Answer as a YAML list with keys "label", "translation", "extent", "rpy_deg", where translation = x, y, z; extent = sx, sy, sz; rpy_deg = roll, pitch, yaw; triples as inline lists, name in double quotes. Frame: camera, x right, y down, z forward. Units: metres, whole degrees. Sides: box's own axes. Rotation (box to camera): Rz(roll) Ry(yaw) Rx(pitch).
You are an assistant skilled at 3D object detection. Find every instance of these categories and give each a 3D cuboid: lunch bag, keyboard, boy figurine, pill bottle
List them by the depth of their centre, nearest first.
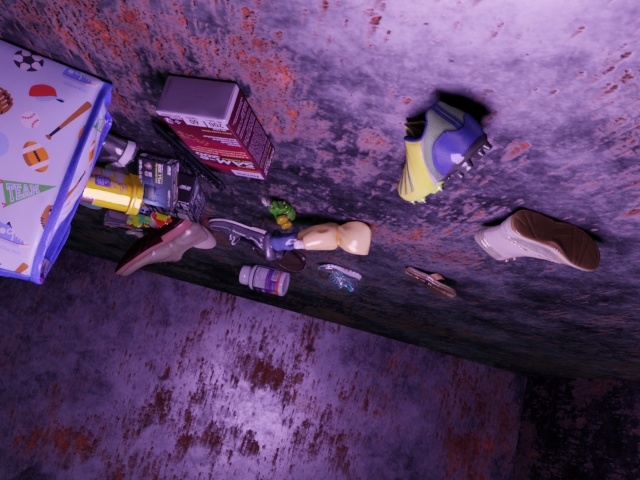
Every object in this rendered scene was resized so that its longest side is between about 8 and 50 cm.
- label: "lunch bag"
  translation: [-0.599, -0.143, 0.993]
  extent: [0.328, 0.385, 0.239]
  rpy_deg: [18, 164, -15]
- label: "keyboard"
  translation: [-0.273, -0.159, 1.121]
  extent: [0.192, 0.038, 0.100]
  rpy_deg: [43, 175, 5]
- label: "boy figurine"
  translation: [0.000, 0.000, 1.451]
  extent: [0.285, 0.092, 0.177]
  rpy_deg: [-3, -175, 18]
- label: "pill bottle"
  translation: [-0.234, 0.161, 2.277]
  extent: [0.194, 0.108, 0.108]
  rpy_deg: [12, 165, 14]

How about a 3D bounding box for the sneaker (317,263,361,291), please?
- label: "sneaker"
  translation: [0.065, 0.134, 1.954]
  extent: [0.167, 0.076, 0.065]
  rpy_deg: [18, 164, -12]

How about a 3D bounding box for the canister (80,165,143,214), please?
- label: "canister"
  translation: [-0.495, -0.121, 1.221]
  extent: [0.170, 0.073, 0.126]
  rpy_deg: [13, -161, -31]

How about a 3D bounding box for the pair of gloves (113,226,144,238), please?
- label: "pair of gloves"
  translation: [-0.706, -0.030, 2.170]
  extent: [0.204, 0.042, 0.240]
  rpy_deg: [8, 164, 24]

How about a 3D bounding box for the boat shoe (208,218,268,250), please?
- label: "boat shoe"
  translation: [-0.262, -0.018, 1.738]
  extent: [0.206, 0.065, 0.075]
  rpy_deg: [14, 165, 2]

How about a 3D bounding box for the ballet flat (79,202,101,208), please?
- label: "ballet flat"
  translation: [-0.801, -0.155, 1.817]
  extent: [0.168, 0.057, 0.052]
  rpy_deg: [24, -169, -19]

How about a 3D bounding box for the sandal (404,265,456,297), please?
- label: "sandal"
  translation: [0.349, 0.122, 1.705]
  extent: [0.180, 0.049, 0.072]
  rpy_deg: [30, 159, 0]

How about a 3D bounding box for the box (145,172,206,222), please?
- label: "box"
  translation: [-0.396, -0.123, 1.462]
  extent: [0.147, 0.077, 0.180]
  rpy_deg: [15, 165, 0]

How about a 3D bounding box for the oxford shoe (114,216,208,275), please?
- label: "oxford shoe"
  translation: [-0.520, 0.041, 1.778]
  extent: [0.348, 0.123, 0.130]
  rpy_deg: [-29, 124, 21]

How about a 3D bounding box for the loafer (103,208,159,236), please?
- label: "loafer"
  translation: [-0.616, -0.053, 1.895]
  extent: [0.268, 0.084, 0.096]
  rpy_deg: [19, 177, -4]

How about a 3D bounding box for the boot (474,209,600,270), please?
- label: "boot"
  translation: [0.448, 0.012, 1.142]
  extent: [0.213, 0.077, 0.165]
  rpy_deg: [23, 163, -10]

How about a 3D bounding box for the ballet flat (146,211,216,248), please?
- label: "ballet flat"
  translation: [-0.459, -0.043, 1.831]
  extent: [0.248, 0.086, 0.086]
  rpy_deg: [21, 164, -18]

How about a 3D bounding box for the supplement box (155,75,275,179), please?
- label: "supplement box"
  translation: [-0.180, -0.197, 0.996]
  extent: [0.130, 0.073, 0.239]
  rpy_deg: [11, 166, 15]

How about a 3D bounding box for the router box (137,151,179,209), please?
- label: "router box"
  translation: [-0.392, -0.143, 1.321]
  extent: [0.092, 0.122, 0.038]
  rpy_deg: [13, -150, 5]

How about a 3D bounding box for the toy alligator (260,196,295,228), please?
- label: "toy alligator"
  translation: [-0.099, -0.079, 1.396]
  extent: [0.051, 0.056, 0.189]
  rpy_deg: [-28, 158, 3]

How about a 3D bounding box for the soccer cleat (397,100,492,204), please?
- label: "soccer cleat"
  translation: [0.175, -0.140, 0.885]
  extent: [0.121, 0.093, 0.289]
  rpy_deg: [46, 169, 2]

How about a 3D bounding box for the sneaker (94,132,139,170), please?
- label: "sneaker"
  translation: [-0.528, -0.210, 1.288]
  extent: [0.234, 0.078, 0.106]
  rpy_deg: [-6, 152, 45]

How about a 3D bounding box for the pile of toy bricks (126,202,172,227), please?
- label: "pile of toy bricks"
  translation: [-0.571, -0.086, 1.713]
  extent: [0.212, 0.105, 0.118]
  rpy_deg: [19, 165, -13]

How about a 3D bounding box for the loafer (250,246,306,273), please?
- label: "loafer"
  translation: [-0.130, 0.054, 1.841]
  extent: [0.220, 0.080, 0.078]
  rpy_deg: [24, 163, -31]
